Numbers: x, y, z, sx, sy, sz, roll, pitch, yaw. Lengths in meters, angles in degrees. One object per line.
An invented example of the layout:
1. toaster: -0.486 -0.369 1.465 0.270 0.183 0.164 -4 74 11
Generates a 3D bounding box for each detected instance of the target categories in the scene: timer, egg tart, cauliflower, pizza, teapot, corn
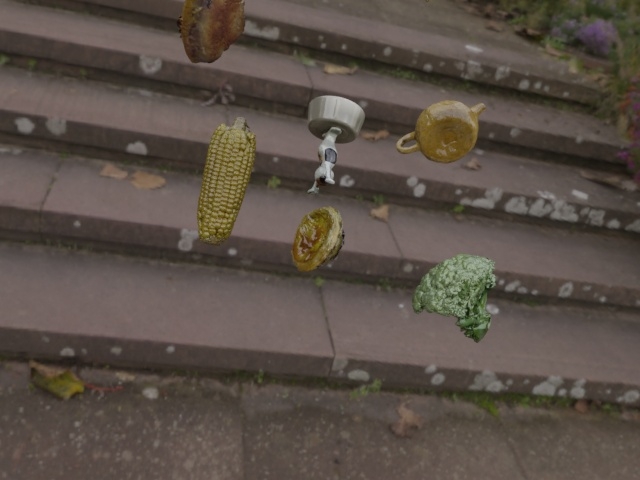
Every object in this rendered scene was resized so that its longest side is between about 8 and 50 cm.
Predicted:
1. timer: 0.024 -0.273 1.990 0.175 0.266 0.175 11 -16 3
2. egg tart: 0.000 0.000 2.177 0.105 0.241 0.241 25 19 -33
3. cauliflower: 0.410 0.170 1.908 0.275 0.272 0.250 -26 83 -31
4. pizza: -0.197 -0.480 1.297 0.085 0.306 0.161 43 35 20
5. teapot: 0.392 -0.363 2.172 0.311 0.203 0.167 -22 35 14
6. corn: -0.233 -0.146 1.643 0.119 0.322 0.119 10 -2 0
